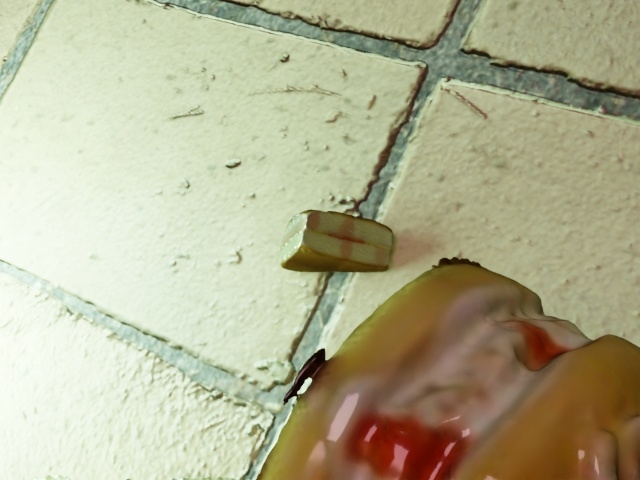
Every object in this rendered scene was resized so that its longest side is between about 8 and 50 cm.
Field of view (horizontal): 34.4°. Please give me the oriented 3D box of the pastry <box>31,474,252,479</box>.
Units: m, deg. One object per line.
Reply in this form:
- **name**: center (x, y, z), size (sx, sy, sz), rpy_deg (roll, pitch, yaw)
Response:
- **pastry**: center (-0.160, 0.236, 0.817), size (0.258, 0.089, 0.121), rpy_deg (1, 58, 25)

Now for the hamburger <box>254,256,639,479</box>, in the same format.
- **hamburger**: center (0.083, 0.173, 0.594), size (0.302, 0.261, 0.186), rpy_deg (-35, 50, -30)

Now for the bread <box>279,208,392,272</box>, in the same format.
- **bread**: center (0.000, 0.000, 0.842), size (0.109, 0.062, 0.043), rpy_deg (-1, 70, 31)
